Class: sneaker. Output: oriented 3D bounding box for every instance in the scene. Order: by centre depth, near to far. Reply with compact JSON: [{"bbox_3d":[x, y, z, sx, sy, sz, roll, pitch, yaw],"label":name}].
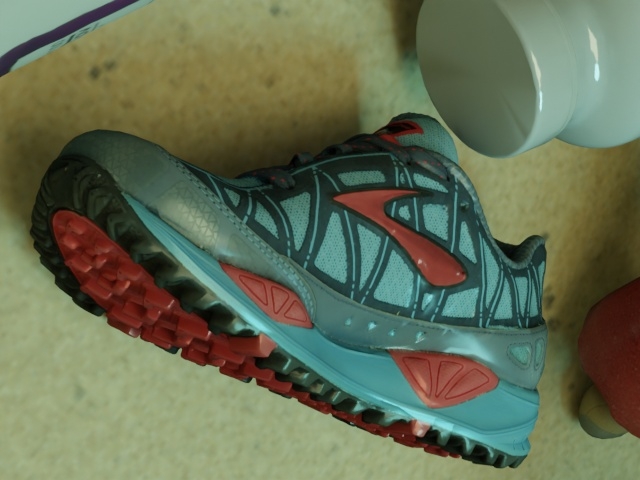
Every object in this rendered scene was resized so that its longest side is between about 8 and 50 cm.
[{"bbox_3d":[0.000,0.000,0.565,0.262,0.104,0.125,29,74,-45],"label":"sneaker"}]

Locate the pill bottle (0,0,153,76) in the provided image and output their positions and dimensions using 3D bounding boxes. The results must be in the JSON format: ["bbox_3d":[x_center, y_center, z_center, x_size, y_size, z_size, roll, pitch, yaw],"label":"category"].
[{"bbox_3d":[-0.090,-0.137,0.386,0.301,0.169,0.169,-31,122,-24],"label":"pill bottle"}]

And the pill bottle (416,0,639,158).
[{"bbox_3d":[0.134,-0.100,0.605,0.184,0.103,0.103,-25,120,-27],"label":"pill bottle"}]

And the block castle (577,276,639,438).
[{"bbox_3d":[0.367,0.129,0.738,0.453,0.303,0.213,-2,151,-37],"label":"block castle"}]
